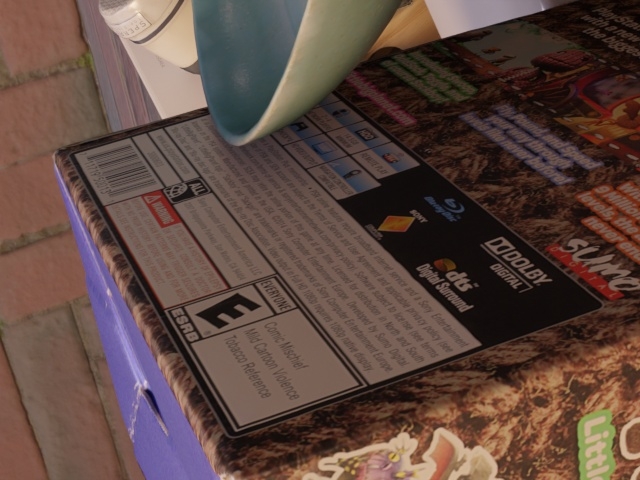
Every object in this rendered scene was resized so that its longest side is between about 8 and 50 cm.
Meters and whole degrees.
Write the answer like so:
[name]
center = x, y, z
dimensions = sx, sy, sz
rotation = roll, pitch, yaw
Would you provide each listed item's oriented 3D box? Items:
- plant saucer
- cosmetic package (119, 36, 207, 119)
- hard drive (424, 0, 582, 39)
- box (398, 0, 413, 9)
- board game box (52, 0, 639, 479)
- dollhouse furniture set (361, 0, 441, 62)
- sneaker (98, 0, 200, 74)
[plant saucer]
center = -0.002, -0.188, 0.420
dimensions = 0.317, 0.044, 0.317
rotation = -178, 90, -76
[cosmetic package]
center = 0.000, 0.000, 0.961
dimensions = 0.377, 0.097, 0.284
rotation = 59, -179, 40
[hard drive]
center = 0.056, -0.215, 0.690
dimensions = 0.210, 0.040, 0.318
rotation = 80, 168, -74
[box]
center = -0.017, -0.229, 0.742
dimensions = 0.180, 0.077, 0.147
rotation = 72, 176, -56
[board game box]
center = 0.082, 0.027, 0.454
dimensions = 0.232, 0.291, 0.141
rotation = -132, 27, -59
[dollhouse furniture set]
center = 0.063, -0.090, 0.866
dimensions = 0.161, 0.101, 0.182
rotation = 51, -178, -41
[sneaker]
center = -0.065, -0.232, 0.911
dimensions = 0.094, 0.258, 0.091
rotation = 7, 155, 47
